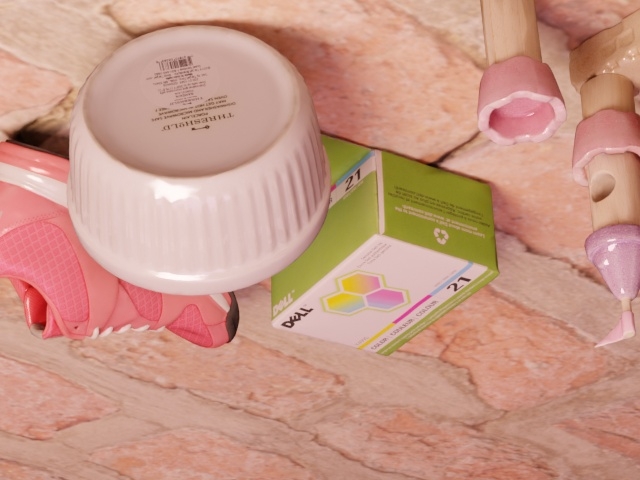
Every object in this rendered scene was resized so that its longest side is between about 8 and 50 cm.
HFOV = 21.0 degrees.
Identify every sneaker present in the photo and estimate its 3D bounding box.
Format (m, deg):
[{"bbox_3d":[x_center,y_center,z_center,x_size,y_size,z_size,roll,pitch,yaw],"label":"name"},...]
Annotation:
[{"bbox_3d":[-0.200,0.037,1.518,0.116,0.136,0.314,16,163,44],"label":"sneaker"}]

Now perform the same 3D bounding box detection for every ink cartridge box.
[{"bbox_3d":[0.000,0.000,1.537,0.255,0.097,0.189,15,145,-27],"label":"ink cartridge box"}]

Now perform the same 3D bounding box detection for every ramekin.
[{"bbox_3d":[-0.096,-0.070,1.318,0.207,0.207,0.109,-3,140,0],"label":"ramekin"}]

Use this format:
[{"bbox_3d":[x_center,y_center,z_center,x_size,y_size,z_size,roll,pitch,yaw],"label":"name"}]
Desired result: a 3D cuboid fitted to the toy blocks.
[{"bbox_3d":[0.313,-0.079,1.270,0.309,0.260,0.288,26,138,-38],"label":"toy blocks"}]
